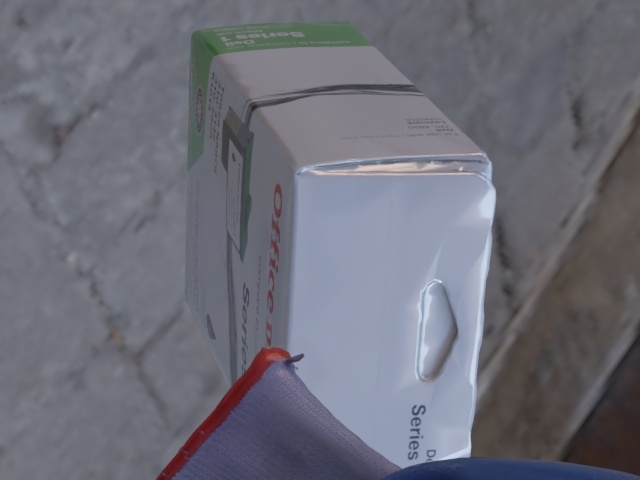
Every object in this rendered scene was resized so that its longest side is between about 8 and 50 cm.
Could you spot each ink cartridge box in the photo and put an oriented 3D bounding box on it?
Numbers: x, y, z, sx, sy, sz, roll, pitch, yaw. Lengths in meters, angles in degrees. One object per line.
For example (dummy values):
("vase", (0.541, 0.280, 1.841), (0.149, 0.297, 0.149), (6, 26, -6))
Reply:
("ink cartridge box", (0.000, 0.000, 0.875), (0.092, 0.219, 0.160), (-3, 112, -14))

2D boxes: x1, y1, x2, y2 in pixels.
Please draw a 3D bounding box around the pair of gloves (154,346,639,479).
("pair of gloves", (0.001, 0.118, 0.363), (0.198, 0.159, 0.023), (-52, 152, 2))
